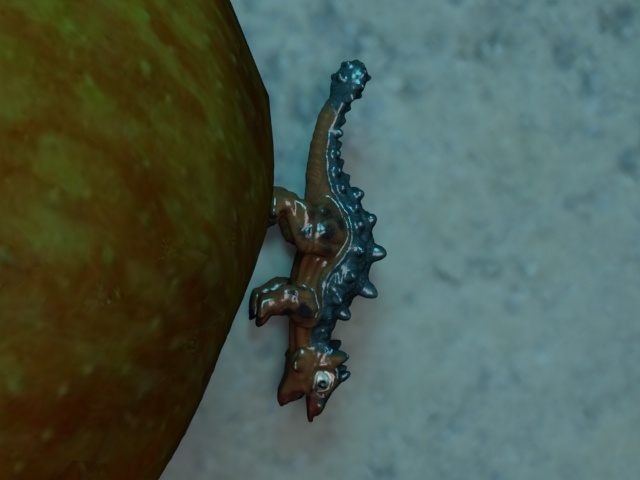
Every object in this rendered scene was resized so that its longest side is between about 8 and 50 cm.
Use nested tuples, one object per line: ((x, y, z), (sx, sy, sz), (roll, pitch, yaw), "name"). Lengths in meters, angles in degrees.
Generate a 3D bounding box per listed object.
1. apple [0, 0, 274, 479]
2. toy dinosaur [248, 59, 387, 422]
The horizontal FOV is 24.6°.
((-0.144, 0.001, 0.485), (0.250, 0.277, 0.309), (8, 102, -30), "apple")
((0.000, 0.000, 0.614), (0.055, 0.049, 0.154), (8, 94, -7), "toy dinosaur")
